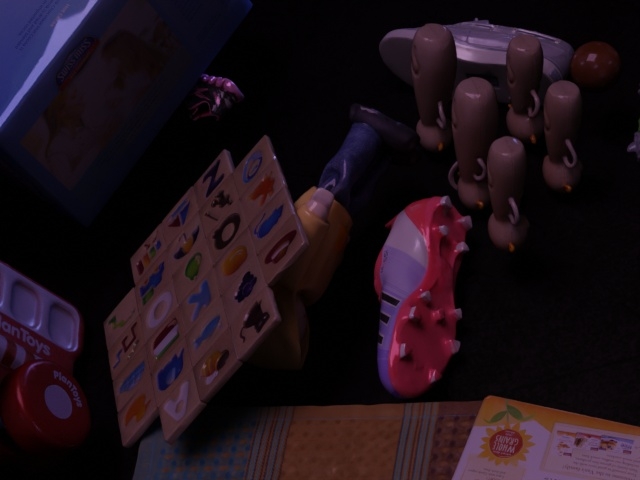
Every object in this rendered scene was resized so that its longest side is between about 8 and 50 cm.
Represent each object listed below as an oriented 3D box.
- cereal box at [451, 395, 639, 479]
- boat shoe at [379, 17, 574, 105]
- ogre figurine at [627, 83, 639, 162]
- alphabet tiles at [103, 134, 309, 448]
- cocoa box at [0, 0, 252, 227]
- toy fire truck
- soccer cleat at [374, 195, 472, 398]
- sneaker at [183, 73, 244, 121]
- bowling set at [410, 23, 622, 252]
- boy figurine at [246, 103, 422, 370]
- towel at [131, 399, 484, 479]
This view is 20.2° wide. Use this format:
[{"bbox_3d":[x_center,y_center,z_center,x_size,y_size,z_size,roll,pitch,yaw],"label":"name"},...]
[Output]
[{"bbox_3d":[0.186,0.253,1.531,0.173,0.047,0.240,12,54,21],"label":"cereal box"},{"bbox_3d":[0.176,-0.205,1.992,0.227,0.079,0.081,14,48,31],"label":"boat shoe"},{"bbox_3d":[0.384,-0.099,1.749,0.197,0.097,0.118,37,72,-1],"label":"ogre figurine"},{"bbox_3d":[-0.123,0.048,1.828,0.285,0.011,0.342,-48,28,16],"label":"alphabet tiles"},{"bbox_3d":[-0.294,-0.239,2.090,0.228,0.231,0.347,29,78,32],"label":"cocoa box"},{"bbox_3d":[-0.368,0.108,1.817,0.169,0.302,0.254,-32,41,29],"label":"toy fire truck"},{"bbox_3d":[0.088,0.061,1.781,0.095,0.083,0.248,-23,39,39],"label":"soccer cleat"},{"bbox_3d":[-0.150,-0.172,2.154,0.119,0.047,0.057,17,70,40],"label":"sneaker"},{"bbox_3d":[0.221,-0.111,1.847,0.200,0.154,0.287,-11,40,-8],"label":"bowling set"},{"bbox_3d":[0.000,0.000,1.822,0.092,0.177,0.285,25,74,12],"label":"boy figurine"},{"bbox_3d":[-0.022,0.266,1.662,0.370,0.040,0.271,-4,49,22],"label":"towel"}]
